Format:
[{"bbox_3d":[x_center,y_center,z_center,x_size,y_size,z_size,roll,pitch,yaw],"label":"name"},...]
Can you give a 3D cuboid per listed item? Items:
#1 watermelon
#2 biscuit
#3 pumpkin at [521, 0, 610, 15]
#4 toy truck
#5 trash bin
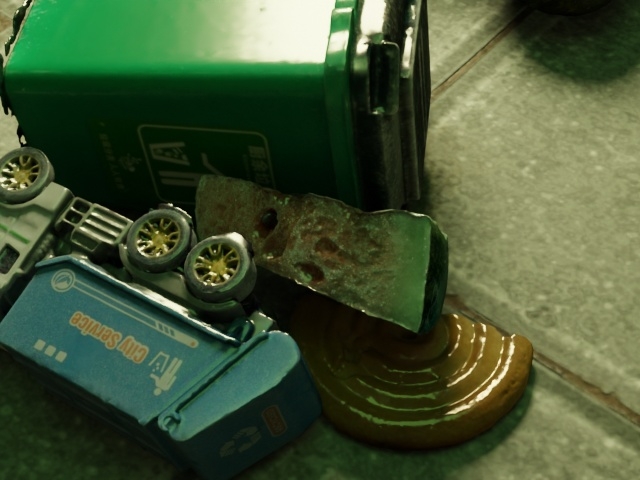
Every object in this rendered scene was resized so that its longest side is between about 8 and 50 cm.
[{"bbox_3d":[0.000,0.000,1.042,0.241,0.154,0.095,16,93,11],"label":"watermelon"},{"bbox_3d":[0.067,0.117,1.041,0.224,0.033,0.144,12,51,14],"label":"biscuit"},{"bbox_3d":[0.268,-0.360,1.328,0.223,0.157,0.224,17,56,-27],"label":"pumpkin"},{"bbox_3d":[-0.170,0.061,1.020,0.367,0.146,0.175,25,67,24],"label":"toy truck"},{"bbox_3d":[-0.087,-0.167,1.147,0.381,0.259,0.295,2,50,9],"label":"trash bin"}]
